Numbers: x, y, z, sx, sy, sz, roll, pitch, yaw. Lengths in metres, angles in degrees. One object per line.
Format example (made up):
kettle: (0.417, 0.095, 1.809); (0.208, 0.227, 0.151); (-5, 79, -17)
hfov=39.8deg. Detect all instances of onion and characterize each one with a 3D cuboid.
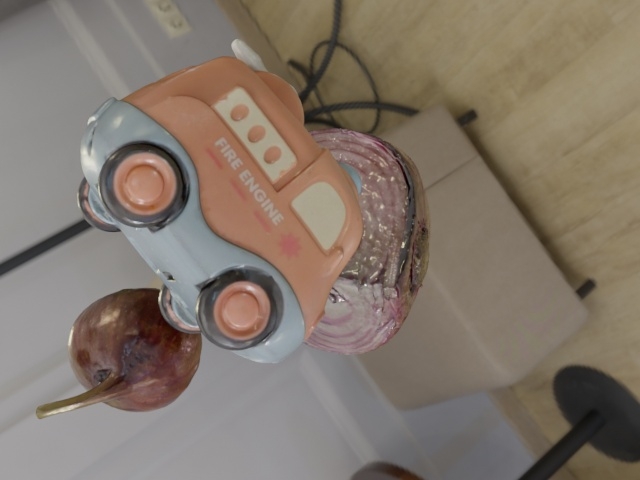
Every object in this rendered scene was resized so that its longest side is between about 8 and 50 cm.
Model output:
onion: (0.030, 0.006, 1.126); (0.272, 0.256, 0.230); (33, 166, 27)

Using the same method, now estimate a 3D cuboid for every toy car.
toy car: (-0.075, -0.035, 0.789); (0.270, 0.212, 0.180); (54, 162, -12)

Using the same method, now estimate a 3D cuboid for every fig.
fig: (-0.245, 0.157, 1.134); (0.207, 0.175, 0.175); (-81, -28, -66)
